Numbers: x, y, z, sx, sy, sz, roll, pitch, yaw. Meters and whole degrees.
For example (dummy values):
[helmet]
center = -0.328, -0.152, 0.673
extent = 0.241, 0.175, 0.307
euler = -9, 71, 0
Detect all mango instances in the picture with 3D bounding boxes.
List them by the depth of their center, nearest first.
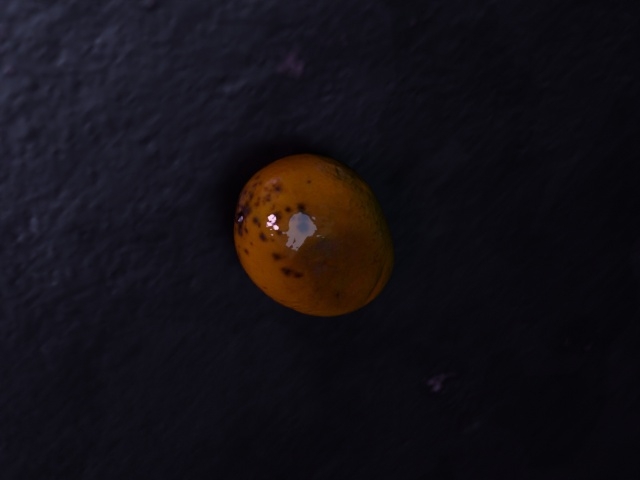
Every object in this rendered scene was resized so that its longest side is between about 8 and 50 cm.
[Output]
[mango]
center = 0.000, 0.000, 0.575
extent = 0.079, 0.057, 0.114
euler = -52, 140, 1
